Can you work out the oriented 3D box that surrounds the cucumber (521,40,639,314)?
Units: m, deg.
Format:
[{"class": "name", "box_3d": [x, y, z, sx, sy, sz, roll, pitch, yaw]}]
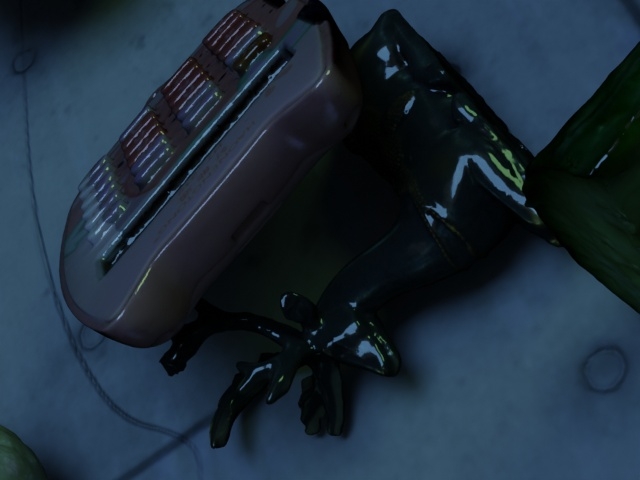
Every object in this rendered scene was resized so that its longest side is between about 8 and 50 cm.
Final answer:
[{"class": "cucumber", "box_3d": [0.191, -0.006, 0.587, 0.130, 0.191, 0.191, -49, 47, 5]}]

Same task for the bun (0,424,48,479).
[{"class": "bun", "box_3d": [-0.278, 0.213, 0.806, 0.272, 0.168, 0.273, -12, 61, 23]}]

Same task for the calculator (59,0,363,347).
[{"class": "calculator", "box_3d": [-0.071, -0.053, 0.817, 0.220, 0.048, 0.330, -50, 21, 5]}]

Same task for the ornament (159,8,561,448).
[{"class": "ornament", "box_3d": [0.000, 0.000, 0.778, 0.236, 0.080, 0.202, -42, 47, 10]}]
